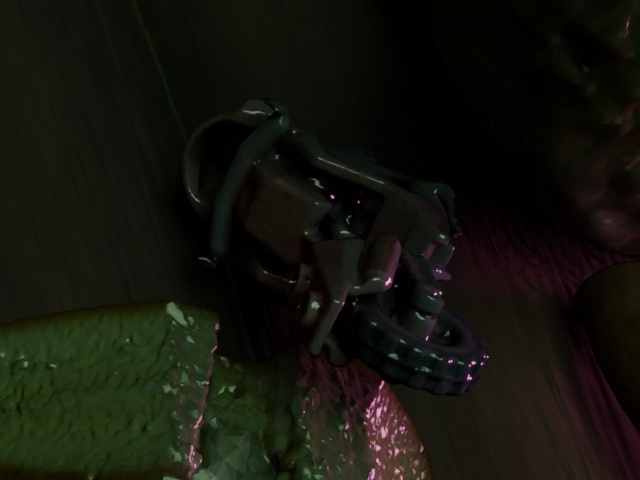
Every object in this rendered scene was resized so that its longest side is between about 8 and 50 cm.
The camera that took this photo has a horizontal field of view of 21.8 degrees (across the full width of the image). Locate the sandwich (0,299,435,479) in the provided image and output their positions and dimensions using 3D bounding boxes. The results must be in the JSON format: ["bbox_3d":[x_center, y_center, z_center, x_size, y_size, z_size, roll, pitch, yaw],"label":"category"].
[{"bbox_3d":[-0.037,0.089,0.700,0.244,0.088,0.090,19,56,-17],"label":"sandwich"}]

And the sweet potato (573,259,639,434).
[{"bbox_3d":[0.225,0.180,0.777,0.109,0.109,0.385,-5,68,-28],"label":"sweet potato"}]

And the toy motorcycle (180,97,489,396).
[{"bbox_3d":[0.000,0.000,0.728,0.118,0.084,0.212,22,19,-19],"label":"toy motorcycle"}]

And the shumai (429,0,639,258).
[{"bbox_3d":[0.168,-0.199,0.820,0.323,0.324,0.397,53,16,29],"label":"shumai"}]
